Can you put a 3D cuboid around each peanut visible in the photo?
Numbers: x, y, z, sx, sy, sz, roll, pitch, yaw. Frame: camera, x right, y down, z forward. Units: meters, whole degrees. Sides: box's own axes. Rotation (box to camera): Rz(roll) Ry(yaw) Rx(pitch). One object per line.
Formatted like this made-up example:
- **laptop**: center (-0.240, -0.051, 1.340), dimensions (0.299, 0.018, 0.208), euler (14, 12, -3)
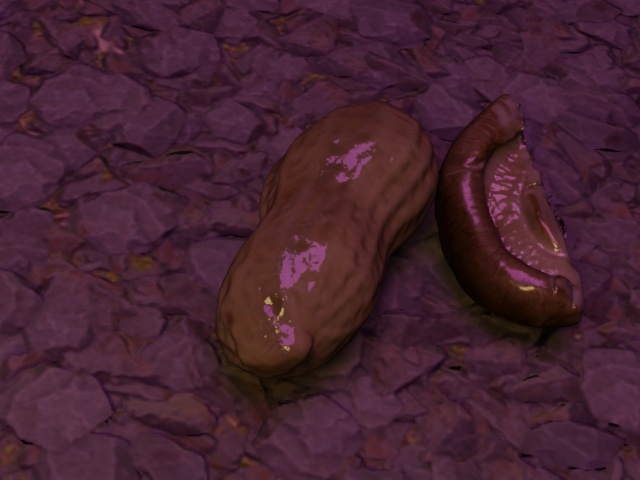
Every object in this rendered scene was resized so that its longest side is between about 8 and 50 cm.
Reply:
- **peanut**: center (0.000, 0.000, 1.100), dimensions (0.123, 0.123, 0.256), euler (23, 53, 12)

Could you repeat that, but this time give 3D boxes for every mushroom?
- **mushroom**: center (0.137, -0.017, 1.154), dimensions (0.094, 0.072, 0.209), euler (1, 55, -24)
